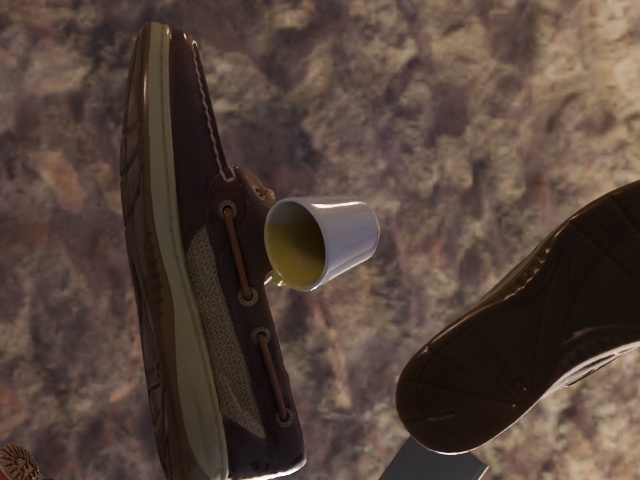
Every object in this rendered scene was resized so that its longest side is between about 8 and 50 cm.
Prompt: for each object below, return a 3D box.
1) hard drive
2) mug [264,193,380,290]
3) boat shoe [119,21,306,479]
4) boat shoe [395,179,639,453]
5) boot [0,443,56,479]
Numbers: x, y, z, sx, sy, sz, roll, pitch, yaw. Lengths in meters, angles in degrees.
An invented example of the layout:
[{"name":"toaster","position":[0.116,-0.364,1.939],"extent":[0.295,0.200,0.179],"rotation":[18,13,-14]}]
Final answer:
[{"name":"hard drive","position":[0.120,0.288,1.328],"extent":[0.135,0.094,0.022],"rotation":[-54,-20,0]},{"name":"mug","position":[0.001,-0.003,0.765],"extent":[0.064,0.078,0.062],"rotation":[-17,-81,-41]},{"name":"boat shoe","position":[-0.072,0.008,0.829],"extent":[0.123,0.123,0.342],"rotation":[147,115,-70]},{"name":"boat shoe","position":[0.206,0.053,0.946],"extent":[0.122,0.341,0.110],"rotation":[58,178,7]},{"name":"boot","position":[-0.361,0.295,1.327],"extent":[0.158,0.084,0.059],"rotation":[71,-178,-49]}]
